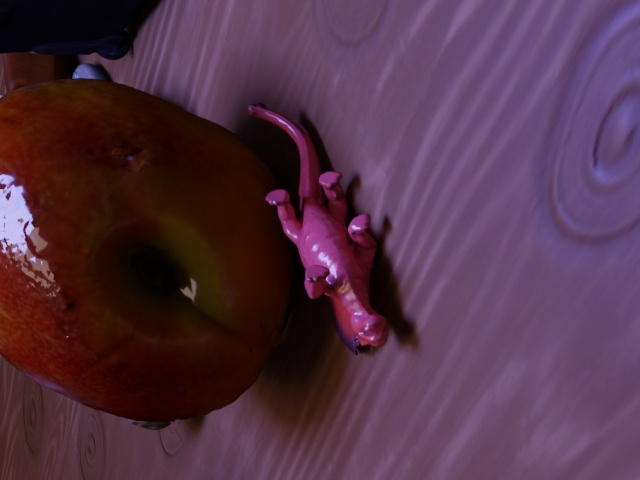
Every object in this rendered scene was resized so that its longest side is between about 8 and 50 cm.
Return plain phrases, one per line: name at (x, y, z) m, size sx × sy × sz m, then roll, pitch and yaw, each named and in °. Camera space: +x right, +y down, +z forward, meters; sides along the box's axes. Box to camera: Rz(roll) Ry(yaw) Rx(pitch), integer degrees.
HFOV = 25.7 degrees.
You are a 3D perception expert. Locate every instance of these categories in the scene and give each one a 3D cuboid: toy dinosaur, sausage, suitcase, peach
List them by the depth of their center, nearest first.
toy dinosaur at (0.003, 0.007, 1.205) m, size 0.286 × 0.070 × 0.139 m, roll -118°, pitch 10°, yaw -47°
peach at (-0.190, 0.007, 1.325) m, size 0.290 × 0.372 × 0.372 m, roll -65°, pitch 23°, yaw -5°
suitcase at (-0.350, -0.320, 1.598) m, size 0.345 × 0.339 × 0.188 m, roll 157°, pitch 102°, yaw -66°
sausage at (-0.410, -0.227, 2.030) m, size 0.348 × 0.094 × 0.097 m, roll -107°, pitch 9°, yaw -46°

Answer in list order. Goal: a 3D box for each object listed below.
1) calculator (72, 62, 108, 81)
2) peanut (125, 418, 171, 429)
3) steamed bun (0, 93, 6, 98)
calculator at (-0.299, -0.119, 1.899) m, size 0.303 × 0.042 × 0.188 m, roll -118°, pitch 33°, yaw -44°
peanut at (-0.233, 0.157, 1.707) m, size 0.274 × 0.111 × 0.125 m, roll -152°, pitch 56°, yaw -64°
steamed bun at (-0.263, -0.043, 1.597) m, size 0.272 × 0.273 × 0.290 m, roll -9°, pitch 81°, yaw 50°
